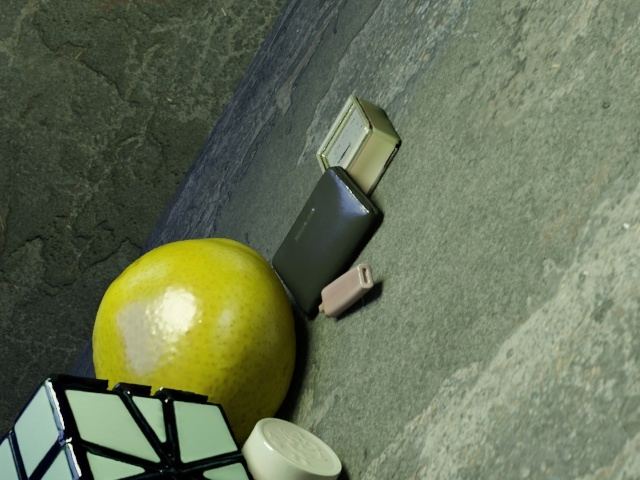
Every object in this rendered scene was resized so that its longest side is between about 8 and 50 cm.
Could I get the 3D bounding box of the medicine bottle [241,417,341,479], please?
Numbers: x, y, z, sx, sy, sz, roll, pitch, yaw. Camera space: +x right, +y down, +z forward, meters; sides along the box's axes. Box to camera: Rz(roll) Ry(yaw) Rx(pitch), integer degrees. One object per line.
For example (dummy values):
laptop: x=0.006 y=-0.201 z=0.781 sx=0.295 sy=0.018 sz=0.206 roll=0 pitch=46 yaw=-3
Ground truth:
medicine bottle: x=-0.098 y=0.406 z=1.485 sx=0.293 sy=0.170 sz=0.170 roll=-62 pitch=19 yaw=13

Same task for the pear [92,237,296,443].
pear: x=-0.211 y=0.173 z=1.795 sx=0.362 sy=0.362 sz=0.418 roll=-52 pitch=13 yaw=34

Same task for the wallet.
wallet: x=0.000 y=0.000 z=1.819 sx=0.149 sy=0.044 sz=0.250 roll=54 pitch=125 yaw=32

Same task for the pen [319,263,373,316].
pen: x=0.036 y=0.087 z=1.699 sx=0.197 sy=0.032 sz=0.053 roll=140 pitch=123 yaw=-61

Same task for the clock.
clock: x=0.064 y=-0.164 z=1.899 sx=0.147 sy=0.071 sz=0.192 roll=-59 pitch=20 yaw=19

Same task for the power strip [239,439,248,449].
power strip: x=-0.152 y=0.382 z=1.878 sx=0.178 sy=0.028 sz=0.049 roll=-54 pitch=22 yaw=32

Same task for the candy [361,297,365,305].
candy: x=0.063 y=0.076 z=1.694 sx=0.025 sy=0.023 sz=0.083 roll=-22 pitch=37 yaw=2

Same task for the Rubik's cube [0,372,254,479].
Rubik's cube: x=-0.263 y=0.374 z=1.336 sx=0.283 sy=0.288 sz=0.293 roll=-53 pitch=44 yaw=23
